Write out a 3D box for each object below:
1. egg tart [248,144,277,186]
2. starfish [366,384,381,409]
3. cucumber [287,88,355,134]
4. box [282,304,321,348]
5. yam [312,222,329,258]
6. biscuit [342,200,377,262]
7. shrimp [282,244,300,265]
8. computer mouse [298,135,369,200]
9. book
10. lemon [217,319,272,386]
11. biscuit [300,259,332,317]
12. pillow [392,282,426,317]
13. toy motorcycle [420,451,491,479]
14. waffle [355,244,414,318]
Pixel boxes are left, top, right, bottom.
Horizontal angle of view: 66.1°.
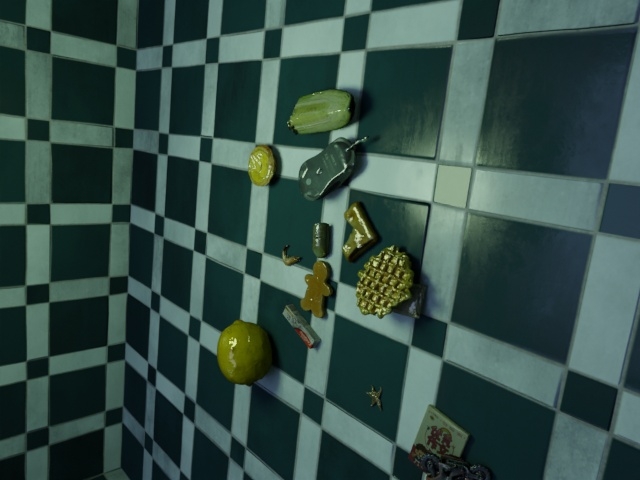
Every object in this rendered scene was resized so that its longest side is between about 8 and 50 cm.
[{"bbox_3d":[-0.250,-0.332,2.185,0.191,0.074,0.191,3,94,47],"label":"egg tart"},{"bbox_3d":[0.205,0.579,1.813,0.086,0.016,0.092,47,122,31],"label":"starfish"},{"bbox_3d":[0.024,-0.489,1.871,0.325,0.105,0.145,2,68,46],"label":"cucumber"},{"bbox_3d":[-0.082,0.362,2.081,0.218,0.039,0.055,47,123,34],"label":"box"},{"bbox_3d":[0.000,0.000,1.948,0.069,0.069,0.146,8,97,46],"label":"yam"},{"bbox_3d":[0.126,-0.034,1.837,0.174,0.039,0.183,-40,64,43],"label":"biscuit"},{"bbox_3d":[-0.128,0.063,2.119,0.127,0.025,0.091,-6,87,49],"label":"shrimp"},{"bbox_3d":[0.058,-0.281,1.858,0.379,0.090,0.167,-33,69,37],"label":"computer mouse"},{"bbox_3d":[0.387,0.682,1.622,0.162,0.022,0.232,31,115,39],"label":"book"},{"bbox_3d":[-0.343,0.505,2.217,0.260,0.260,0.284,-13,61,46],"label":"lemon"},{"bbox_3d":[-0.010,0.194,1.996,0.158,0.035,0.240,30,114,39],"label":"biscuit"},{"bbox_3d":[0.265,0.193,1.690,0.208,0.053,0.119,11,92,46],"label":"pillow"},{"bbox_3d":[0.417,0.735,1.532,0.212,0.084,0.118,5,95,21],"label":"toy motorcycle"},{"bbox_3d":[0.213,0.146,1.676,0.237,0.058,0.243,-27,49,31],"label":"waffle"}]
